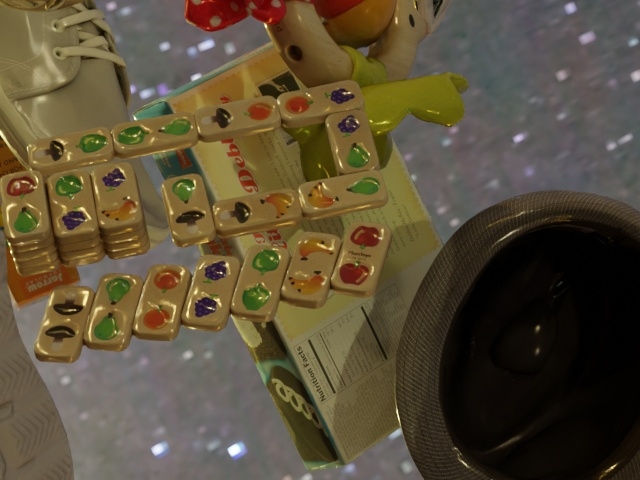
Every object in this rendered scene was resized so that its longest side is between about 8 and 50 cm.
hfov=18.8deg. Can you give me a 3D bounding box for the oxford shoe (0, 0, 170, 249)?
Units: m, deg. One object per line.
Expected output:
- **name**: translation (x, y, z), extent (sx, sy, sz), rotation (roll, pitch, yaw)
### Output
- **oxford shoe**: translation (-0.262, -0.188, 1.868), extent (0.130, 0.169, 0.449), rotation (-37, -110, 16)

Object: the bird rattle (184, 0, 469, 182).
- **bird rattle**: translation (-0.005, -0.171, 1.448), extent (0.143, 0.207, 0.253), rotation (-32, -75, 37)

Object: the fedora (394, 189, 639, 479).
- **fedora**: translation (0.165, 0.095, 1.512), extent (0.124, 0.244, 0.275), rotation (173, -63, -75)

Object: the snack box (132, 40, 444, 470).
- **snack box**: translation (0.000, 0.000, 1.559), extent (0.060, 0.187, 0.322), rotation (-15, -78, 54)

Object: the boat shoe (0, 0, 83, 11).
- **boat shoe**: translation (-0.157, -0.153, 1.025), extent (0.048, 0.153, 0.056), rotation (19, -94, 26)

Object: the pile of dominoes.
- **pile of dominoes**: translation (-0.079, -0.026, 1.261), extent (0.040, 0.251, 0.196), rotation (83, -6, -48)

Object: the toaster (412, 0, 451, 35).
- **toaster**: translation (0.042, -0.268, 1.700), extent (0.146, 0.129, 0.227), rotation (17, -33, 18)

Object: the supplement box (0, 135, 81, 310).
- **supplement box**: translation (-0.328, -0.048, 2.022), extent (0.233, 0.078, 0.080), rotation (67, -12, -1)

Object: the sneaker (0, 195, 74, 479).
- **sneaker**: translation (-0.216, 0.074, 0.823), extent (0.180, 0.124, 0.321), rotation (-3, -82, 25)
